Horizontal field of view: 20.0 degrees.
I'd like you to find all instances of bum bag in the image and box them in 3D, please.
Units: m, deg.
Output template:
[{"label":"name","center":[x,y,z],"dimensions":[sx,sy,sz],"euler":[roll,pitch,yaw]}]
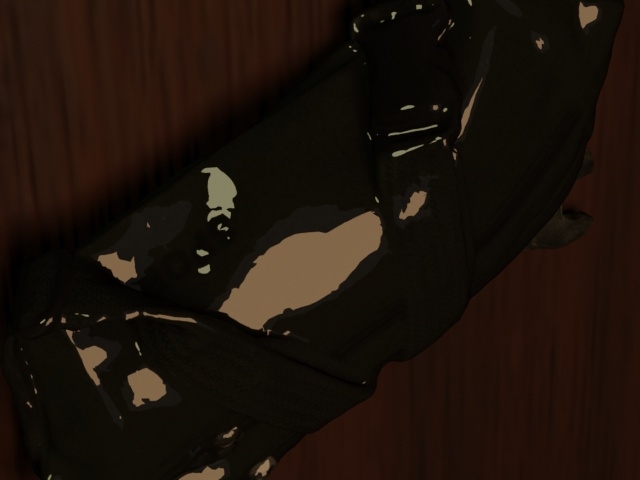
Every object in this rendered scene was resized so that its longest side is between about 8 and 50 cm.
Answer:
[{"label":"bum bag","center":[0.000,0.000,0.737],"dimensions":[0.326,0.079,0.142],"euler":[-42,124,-8]}]

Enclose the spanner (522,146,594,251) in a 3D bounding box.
[{"label":"spanner","center":[0.022,0.035,0.810],"dimensions":[0.254,0.015,0.054],"euler":[-32,125,-11]}]
